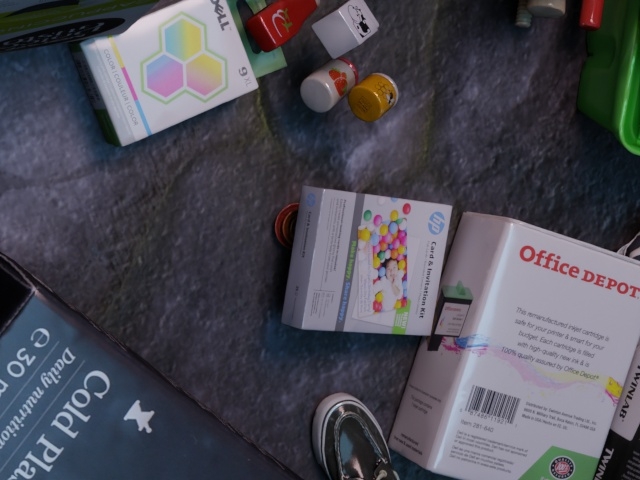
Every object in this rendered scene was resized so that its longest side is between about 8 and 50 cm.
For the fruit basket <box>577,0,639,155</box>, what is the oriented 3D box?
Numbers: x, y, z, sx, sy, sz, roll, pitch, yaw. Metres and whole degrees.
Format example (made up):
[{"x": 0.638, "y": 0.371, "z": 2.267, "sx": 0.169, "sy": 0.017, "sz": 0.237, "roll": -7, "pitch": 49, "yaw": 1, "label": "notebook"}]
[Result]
[{"x": 0.426, "y": -0.257, "z": 1.583, "sx": 0.282, "sy": 0.392, "sz": 0.392, "roll": 6, "pitch": 95, "yaw": -22, "label": "fruit basket"}]

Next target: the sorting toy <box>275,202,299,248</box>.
[{"x": 0.000, "y": 0.000, "z": 1.620, "sx": 0.102, "sy": 0.042, "sz": 0.061, "roll": 18, "pitch": 90, "yaw": -23, "label": "sorting toy"}]

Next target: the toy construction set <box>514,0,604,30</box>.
[{"x": 0.193, "y": -0.371, "z": 1.573, "sx": 0.308, "sy": 0.257, "sz": 0.237, "roll": 19, "pitch": 77, "yaw": -43, "label": "toy construction set"}]

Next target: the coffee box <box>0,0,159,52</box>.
[{"x": -0.323, "y": -0.327, "z": 1.269, "sx": 0.337, "sy": 0.334, "sz": 0.338, "roll": -13, "pitch": 92, "yaw": -19, "label": "coffee box"}]

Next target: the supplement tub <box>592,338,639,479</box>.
[{"x": 0.383, "y": 0.279, "z": 1.717, "sx": 0.193, "sy": 0.193, "sz": 0.316, "roll": 17, "pitch": 98, "yaw": -23, "label": "supplement tub"}]

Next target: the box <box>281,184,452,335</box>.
[{"x": 0.050, "y": 0.024, "z": 1.616, "sx": 0.186, "sy": 0.038, "sz": 0.145, "roll": 6, "pitch": 95, "yaw": -42, "label": "box"}]

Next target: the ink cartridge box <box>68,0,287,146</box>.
[{"x": -0.130, "y": -0.183, "z": 1.533, "sx": 0.209, "sy": 0.062, "sz": 0.109, "roll": -25, "pitch": 104, "yaw": -17, "label": "ink cartridge box"}]

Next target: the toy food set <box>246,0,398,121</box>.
[{"x": 0.004, "y": -0.229, "z": 1.537, "sx": 0.232, "sy": 0.111, "sz": 0.104, "roll": 56, "pitch": 44, "yaw": -9, "label": "toy food set"}]

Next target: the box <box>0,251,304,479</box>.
[{"x": -0.256, "y": 0.339, "z": 1.433, "sx": 0.471, "sy": 0.297, "sz": 0.480, "roll": 40, "pitch": 82, "yaw": -23, "label": "box"}]

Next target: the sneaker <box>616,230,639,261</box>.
[{"x": 0.422, "y": 0.076, "z": 1.744, "sx": 0.153, "sy": 0.094, "sz": 0.235, "roll": -35, "pitch": 87, "yaw": 15, "label": "sneaker"}]

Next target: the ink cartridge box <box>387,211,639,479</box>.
[{"x": 0.219, "y": 0.128, "z": 1.683, "sx": 0.201, "sy": 0.117, "sz": 0.278, "roll": 18, "pitch": 91, "yaw": -23, "label": "ink cartridge box"}]

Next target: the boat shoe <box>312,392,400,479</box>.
[{"x": 0.055, "y": 0.267, "z": 1.662, "sx": 0.077, "sy": 0.070, "sz": 0.219, "roll": -23, "pitch": 105, "yaw": -17, "label": "boat shoe"}]
